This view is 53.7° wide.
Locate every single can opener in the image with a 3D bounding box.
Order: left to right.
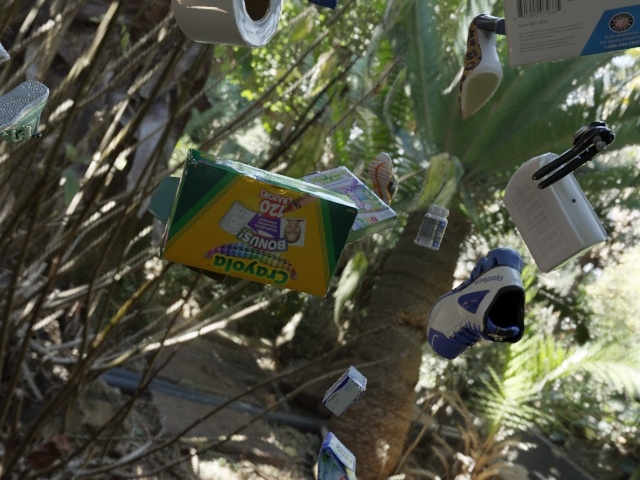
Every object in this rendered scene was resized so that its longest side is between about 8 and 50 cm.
[{"bbox_3d":[0.529,-0.172,1.323,0.059,0.186,0.073,45,14,-9],"label":"can opener"}]

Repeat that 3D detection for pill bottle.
[{"bbox_3d":[0.370,-0.044,2.077,0.078,0.137,0.078,18,5,-2],"label":"pill bottle"}]

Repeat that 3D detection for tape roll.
[{"bbox_3d":[-0.217,-0.588,1.499,0.169,0.246,0.246,13,-5,21],"label":"tape roll"}]

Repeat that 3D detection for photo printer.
[{"bbox_3d":[0.658,-0.083,1.826,0.256,0.107,0.307,114,-45,-66],"label":"photo printer"}]

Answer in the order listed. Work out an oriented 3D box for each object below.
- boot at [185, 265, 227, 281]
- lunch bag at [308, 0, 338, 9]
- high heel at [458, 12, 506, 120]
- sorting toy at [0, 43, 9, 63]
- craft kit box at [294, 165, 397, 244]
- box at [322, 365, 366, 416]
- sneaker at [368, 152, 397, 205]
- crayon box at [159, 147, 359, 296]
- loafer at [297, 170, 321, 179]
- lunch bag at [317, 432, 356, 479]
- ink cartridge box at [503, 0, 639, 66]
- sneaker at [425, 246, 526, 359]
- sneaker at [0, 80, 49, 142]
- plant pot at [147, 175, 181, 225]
[{"bbox_3d":[-0.449,0.066,2.421,0.213,0.077,0.165,31,13,-13],"label":"boot"},{"bbox_3d":[0.017,-0.785,2.028,0.098,0.065,0.067,-1,30,-36],"label":"lunch bag"},{"bbox_3d":[0.394,-0.444,1.618,0.093,0.261,0.186,14,20,-13],"label":"high heel"},{"bbox_3d":[-0.724,-0.409,1.377,0.075,0.083,0.045,45,-13,-17],"label":"sorting toy"},{"bbox_3d":[0.047,-0.098,1.789,0.250,0.061,0.246,-20,51,-38],"label":"craft kit box"},{"bbox_3d":[0.080,0.485,2.037,0.072,0.126,0.137,43,7,4],"label":"box"},{"bbox_3d":[0.215,-0.214,2.097,0.084,0.083,0.215,29,-31,26],"label":"sneaker"},{"bbox_3d":[-0.099,-0.025,1.014,0.278,0.165,0.081,15,18,-18],"label":"crayon box"},{"bbox_3d":[-0.110,-0.107,2.036,0.112,0.319,0.111,45,-1,20],"label":"loafer"},{"bbox_3d":[0.033,0.522,1.428,0.129,0.096,0.151,43,32,-85],"label":"lunch bag"},{"bbox_3d":[0.511,-0.584,1.275,0.285,0.395,0.166,-4,28,20],"label":"ink cartridge box"},{"bbox_3d":[0.358,0.179,1.435,0.127,0.315,0.182,23,33,-14],"label":"sneaker"},{"bbox_3d":[-0.749,-0.264,1.493,0.094,0.151,0.256,36,41,1],"label":"sneaker"},{"bbox_3d":[-0.334,-0.072,1.722,0.234,0.165,0.166,24,-9,7],"label":"plant pot"}]
